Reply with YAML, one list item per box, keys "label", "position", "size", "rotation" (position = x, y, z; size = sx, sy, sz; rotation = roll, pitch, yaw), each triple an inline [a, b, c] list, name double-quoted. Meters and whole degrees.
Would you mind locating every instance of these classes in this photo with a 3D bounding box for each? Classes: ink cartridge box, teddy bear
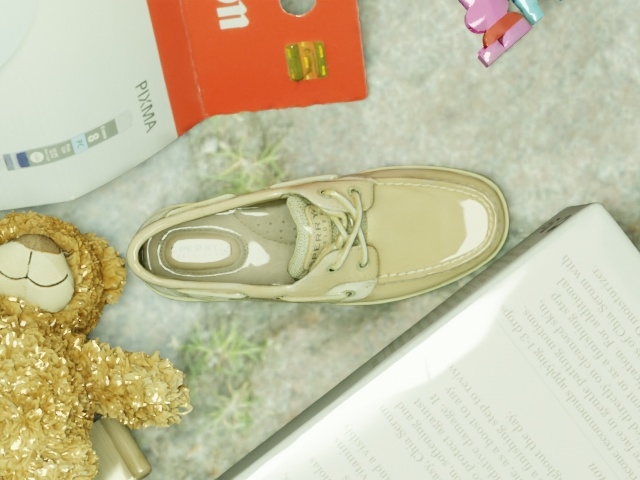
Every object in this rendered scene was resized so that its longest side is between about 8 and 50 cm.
- label: "ink cartridge box"
  position: [-0.165, -0.167, 1.137]
  size: [0.385, 0.308, 0.091]
  rotation: [-7, 45, 2]
- label: "teddy bear"
  position: [-0.228, 0.124, 1.140]
  size: [0.245, 0.113, 0.338]
  rotation: [15, 65, 14]

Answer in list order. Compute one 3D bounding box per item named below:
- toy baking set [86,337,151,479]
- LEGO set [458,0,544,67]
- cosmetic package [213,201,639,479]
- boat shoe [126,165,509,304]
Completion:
- label: "toy baking set"
  position: [-0.258, 0.135, 1.220]
  size: [0.256, 0.030, 0.197]
  rotation: [33, 61, 6]
- label: "LEGO set"
  position: [0.190, -0.249, 1.225]
  size: [0.227, 0.087, 0.093]
  rotation: [-41, 90, 0]
- label: "cosmetic package"
  position: [0.091, 0.196, 1.190]
  size: [0.453, 0.161, 0.230]
  rotation: [-37, 89, 1]
- label: "boat shoe"
  position: [0.000, 0.000, 1.222]
  size: [0.302, 0.098, 0.109]
  rotation: [-5, 90, 1]
